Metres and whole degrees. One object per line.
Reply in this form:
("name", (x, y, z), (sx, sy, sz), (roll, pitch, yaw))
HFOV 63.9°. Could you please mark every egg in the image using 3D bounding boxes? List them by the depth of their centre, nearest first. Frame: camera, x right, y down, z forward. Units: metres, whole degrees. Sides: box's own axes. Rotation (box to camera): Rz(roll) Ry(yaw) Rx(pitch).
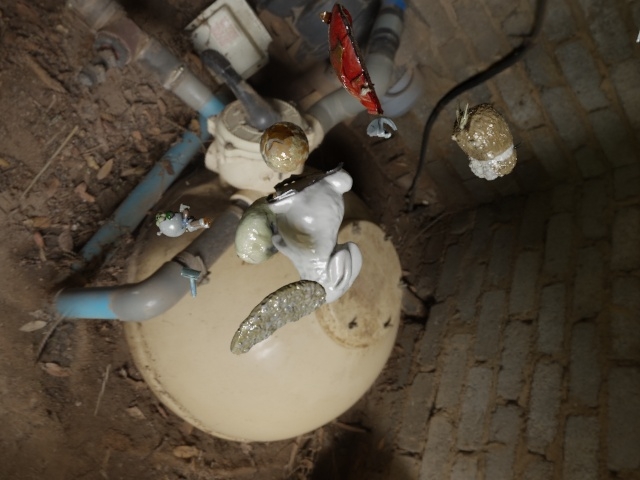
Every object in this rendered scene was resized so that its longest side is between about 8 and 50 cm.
("egg", (-0.137, -0.358, 1.955), (0.195, 0.194, 0.233), (47, 28, -28))

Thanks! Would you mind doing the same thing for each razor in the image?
("razor", (-0.453, 0.156, 1.817), (0.040, 0.068, 0.135), (-67, 168, -45))

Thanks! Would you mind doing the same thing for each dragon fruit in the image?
("dragon fruit", (0.071, -0.541, 1.465), (0.282, 0.100, 0.344), (48, 26, -67))

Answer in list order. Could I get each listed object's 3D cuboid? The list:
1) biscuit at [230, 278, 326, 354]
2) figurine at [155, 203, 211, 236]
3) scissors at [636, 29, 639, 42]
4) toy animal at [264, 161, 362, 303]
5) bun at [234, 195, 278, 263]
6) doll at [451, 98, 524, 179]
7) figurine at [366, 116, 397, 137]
("biscuit", (-0.083, 0.147, 1.088), (0.249, 0.133, 0.032), (-27, 56, -27))
("figurine", (-0.471, -0.067, 1.746), (0.147, 0.196, 0.094), (42, 38, -68))
("scissors", (0.601, -0.458, 0.928), (0.100, 0.015, 0.189), (-18, 121, -59))
("toy animal", (0.000, 0.000, 1.353), (0.358, 0.257, 0.194), (68, 24, -17))
("bun", (-0.224, -0.033, 2.009), (0.273, 0.168, 0.273), (19, 90, -78))
("doll", (0.325, -0.215, 1.046), (0.221, 0.105, 0.115), (36, 95, -34))
("figurine", (0.213, -0.378, 1.740), (0.086, 0.094, 0.082), (19, 110, -40))
